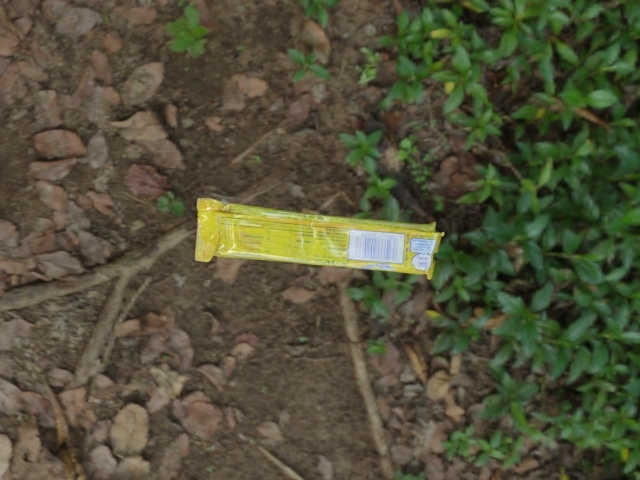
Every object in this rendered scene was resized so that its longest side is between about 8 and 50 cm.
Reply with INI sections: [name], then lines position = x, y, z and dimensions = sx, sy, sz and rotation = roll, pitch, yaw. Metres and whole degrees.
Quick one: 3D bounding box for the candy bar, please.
[candy bar]
position = 0.000, 0.000, 0.573
dimensions = 0.161, 0.018, 0.040
rotation = 5, 90, -6
